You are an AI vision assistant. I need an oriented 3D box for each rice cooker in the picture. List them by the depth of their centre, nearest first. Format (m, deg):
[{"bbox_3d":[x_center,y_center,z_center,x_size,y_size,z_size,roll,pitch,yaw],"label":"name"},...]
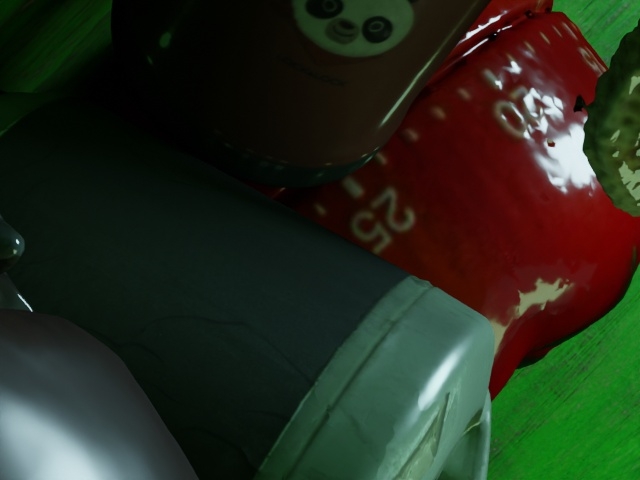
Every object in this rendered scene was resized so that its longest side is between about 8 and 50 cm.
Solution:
[{"bbox_3d":[-0.076,0.101,0.814,0.288,0.277,0.288,-60,171,-16],"label":"rice cooker"}]

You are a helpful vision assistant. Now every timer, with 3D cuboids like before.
[{"bbox_3d":[0.000,0.000,1.117,0.378,0.279,0.378,-42,176,-3],"label":"timer"}]

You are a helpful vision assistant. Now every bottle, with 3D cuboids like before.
[{"bbox_3d":[0.043,-0.167,0.786,0.144,0.144,0.336,-40,174,-45],"label":"bottle"}]

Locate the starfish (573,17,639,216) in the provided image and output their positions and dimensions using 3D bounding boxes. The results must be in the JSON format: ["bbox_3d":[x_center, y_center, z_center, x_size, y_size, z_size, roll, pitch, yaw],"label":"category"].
[{"bbox_3d":[0.259,-0.207,0.883,0.432,0.082,0.324,-46,154,-37],"label":"starfish"}]

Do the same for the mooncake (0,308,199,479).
[{"bbox_3d":[-0.187,0.148,0.518,0.334,0.174,0.326,-29,166,16],"label":"mooncake"}]

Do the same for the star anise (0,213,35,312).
[{"bbox_3d":[-0.199,0.020,0.578,0.236,0.109,0.223,-31,161,32],"label":"star anise"}]
